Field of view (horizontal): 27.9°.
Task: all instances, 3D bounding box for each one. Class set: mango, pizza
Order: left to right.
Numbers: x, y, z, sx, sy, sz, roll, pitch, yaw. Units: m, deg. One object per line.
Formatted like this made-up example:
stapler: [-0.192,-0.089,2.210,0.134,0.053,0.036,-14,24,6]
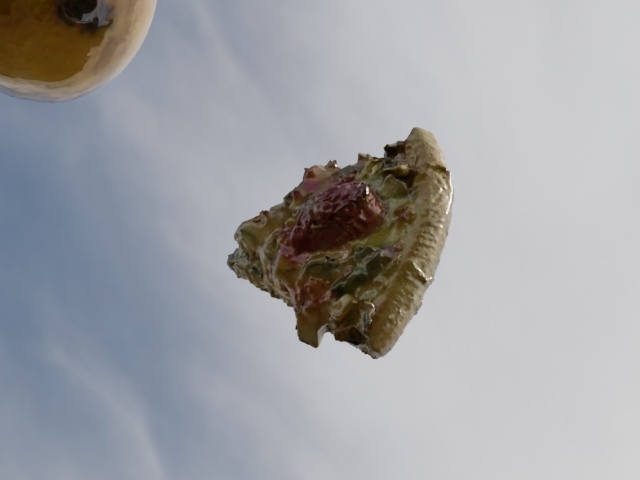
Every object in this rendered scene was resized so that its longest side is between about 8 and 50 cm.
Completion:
mango: [-0.139,-0.169,0.595,0.108,0.262,0.157,3,-50,-27]
pizza: [0.000,0.000,0.383,0.078,0.083,0.025,-8,-42,26]
